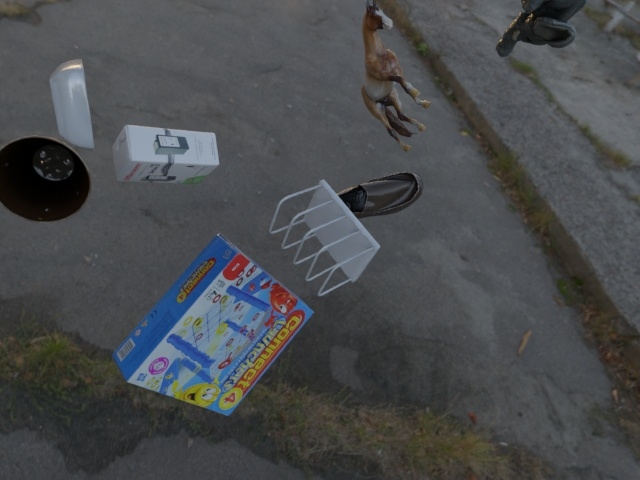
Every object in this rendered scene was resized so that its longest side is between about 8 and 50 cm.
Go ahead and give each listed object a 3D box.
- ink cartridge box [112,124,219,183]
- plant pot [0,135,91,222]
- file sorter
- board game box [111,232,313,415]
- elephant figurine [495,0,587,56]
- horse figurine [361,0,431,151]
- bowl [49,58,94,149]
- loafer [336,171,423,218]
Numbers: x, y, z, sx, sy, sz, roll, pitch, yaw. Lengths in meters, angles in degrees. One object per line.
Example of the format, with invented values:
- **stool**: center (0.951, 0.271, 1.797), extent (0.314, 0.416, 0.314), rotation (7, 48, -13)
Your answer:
- **ink cartridge box**: center (-0.489, -0.263, 1.437), extent (0.272, 0.198, 0.115), rotation (-4, 80, -36)
- **plant pot**: center (-0.713, -0.182, 1.199), extent (0.215, 0.216, 0.230), rotation (4, 18, -24)
- **file sorter**: center (0.000, 0.000, 1.375), extent (0.173, 0.193, 0.278), rotation (-25, 67, -34)
- **board game box**: center (-0.203, 0.190, 0.956), extent (0.308, 0.302, 0.086), rotation (-50, 49, -6)
- **elephant figurine**: center (0.501, -0.501, 1.001), extent (0.169, 0.239, 0.186), rotation (-33, 55, 5)
- **horse figurine**: center (0.124, -0.268, 0.817), extent (0.066, 0.263, 0.174), rotation (-35, 72, -3)
- **bowl**: center (-0.426, -0.234, 0.785), extent (0.053, 0.142, 0.142), rotation (-9, 29, -24)
- **loafer**: center (0.184, -0.144, 1.595), extent (0.130, 0.365, 0.134), rotation (15, 55, -80)
